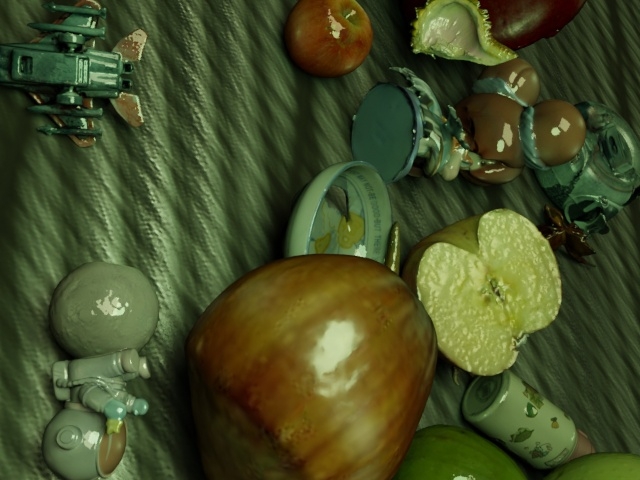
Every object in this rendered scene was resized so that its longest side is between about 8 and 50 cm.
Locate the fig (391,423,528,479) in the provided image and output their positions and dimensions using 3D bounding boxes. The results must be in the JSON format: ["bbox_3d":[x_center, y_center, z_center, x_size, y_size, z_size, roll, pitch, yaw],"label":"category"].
[{"bbox_3d":[0.218,0.383,1.101,0.203,0.225,0.202,19,66,-50],"label":"fig"}]

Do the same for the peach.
[{"bbox_3d":[0.372,-0.564,1.468,0.353,0.416,0.339,32,51,-14],"label":"peach"}]

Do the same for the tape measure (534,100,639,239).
[{"bbox_3d":[0.603,-0.172,1.599,0.256,0.147,0.275,-30,88,-36],"label":"tape measure"}]

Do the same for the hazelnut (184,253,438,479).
[{"bbox_3d":[-0.006,0.192,0.965,0.373,0.372,0.315,-20,52,-35],"label":"hazelnut"}]

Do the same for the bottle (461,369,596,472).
[{"bbox_3d":[0.377,0.334,1.276,0.253,0.120,0.120,38,56,-14],"label":"bottle"}]

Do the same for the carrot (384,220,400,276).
[{"bbox_3d":[0.118,0.092,1.231,0.049,0.049,0.254,10,82,-27],"label":"carrot"}]

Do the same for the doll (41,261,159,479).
[{"bbox_3d":[-0.294,0.175,0.942,0.151,0.151,0.287,12,71,-26],"label":"doll"}]

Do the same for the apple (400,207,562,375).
[{"bbox_3d":[0.265,0.093,1.281,0.293,0.163,0.251,-28,92,-22],"label":"apple"}]

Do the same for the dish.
[{"bbox_3d":[0.000,0.000,1.181,0.273,0.134,0.273,-25,120,-54],"label":"dish"}]

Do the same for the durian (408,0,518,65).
[{"bbox_3d":[0.278,-0.385,1.364,0.224,0.140,0.078,33,20,22],"label":"durian"}]

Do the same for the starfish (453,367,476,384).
[{"bbox_3d":[0.250,0.216,1.313,0.086,0.016,0.092,24,62,-18],"label":"starfish"}]

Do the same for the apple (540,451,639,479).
[{"bbox_3d":[0.432,0.514,1.081,0.320,0.312,0.360,52,12,6],"label":"apple"}]

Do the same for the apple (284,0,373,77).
[{"bbox_3d":[0.012,-0.384,1.351,0.163,0.139,0.163,23,52,-33],"label":"apple"}]

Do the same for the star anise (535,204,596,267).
[{"bbox_3d":[0.512,0.016,1.532,0.141,0.144,0.158,7,47,22],"label":"star anise"}]

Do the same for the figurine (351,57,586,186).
[{"bbox_3d":[0.275,-0.220,1.384,0.388,0.248,0.276,2,45,-32],"label":"figurine"}]

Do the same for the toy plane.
[{"bbox_3d":[-0.421,-0.253,1.058,0.327,0.104,0.222,1,98,-26],"label":"toy plane"}]
